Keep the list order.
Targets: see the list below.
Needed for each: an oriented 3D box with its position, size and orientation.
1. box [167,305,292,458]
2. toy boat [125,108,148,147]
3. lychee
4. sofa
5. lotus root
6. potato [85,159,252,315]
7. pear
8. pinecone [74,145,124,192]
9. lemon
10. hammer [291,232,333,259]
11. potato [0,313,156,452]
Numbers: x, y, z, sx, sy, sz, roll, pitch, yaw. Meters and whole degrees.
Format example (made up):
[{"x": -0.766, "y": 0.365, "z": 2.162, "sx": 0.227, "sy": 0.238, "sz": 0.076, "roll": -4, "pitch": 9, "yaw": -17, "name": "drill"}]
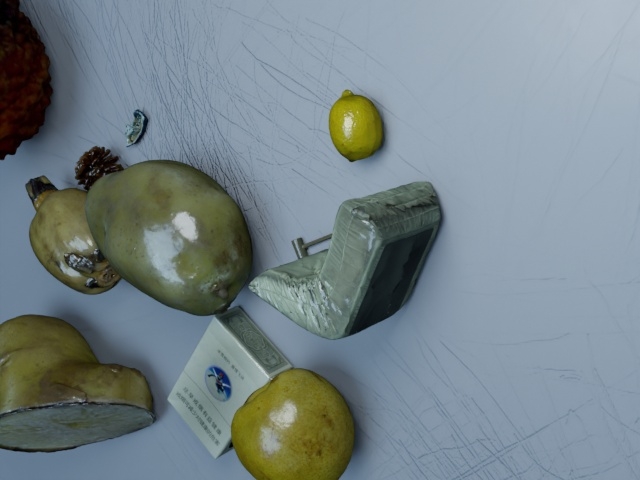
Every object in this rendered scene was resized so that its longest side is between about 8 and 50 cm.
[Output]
[{"x": -0.179, "y": 0.272, "z": 1.423, "sx": 0.164, "sy": 0.069, "sz": 0.256, "roll": 45, "pitch": 124, "yaw": 19, "name": "box"}, {"x": -0.366, "y": -0.218, "z": 1.466, "sx": 0.038, "sy": 0.038, "sz": 0.083, "roll": 40, "pitch": 121, "yaw": 22, "name": "toy boat"}, {"x": -0.749, "y": -0.348, "z": 1.500, "sx": 0.425, "sy": 0.500, "sz": 0.424, "roll": 23, "pitch": 146, "yaw": 16, "name": "lychee"}, {"x": 0.043, "y": 0.009, "z": 1.112, "sx": 0.176, "sy": 0.210, "sz": 0.225, "roll": 34, "pitch": 122, "yaw": 28, "name": "sofa"}, {"x": -0.513, "y": -0.021, "z": 1.541, "sx": 0.310, "sy": 0.183, "sz": 0.182, "roll": 41, "pitch": 122, "yaw": 24, "name": "lotus root"}, {"x": -0.260, "y": -0.015, "z": 1.319, "sx": 0.326, "sy": 0.221, "sz": 0.243, "roll": 24, "pitch": 104, "yaw": 31, "name": "potato"}, {"x": -0.040, "y": 0.326, "z": 1.255, "sx": 0.209, "sy": 0.209, "sz": 0.208, "roll": 10, "pitch": 107, "yaw": 35, "name": "pear"}, {"x": -0.440, "y": -0.134, "z": 1.513, "sx": 0.109, "sy": 0.102, "sz": 0.102, "roll": 43, "pitch": 128, "yaw": -13, "name": "pinecone"}, {"x": 0.052, "y": -0.176, "z": 1.135, "sx": 0.082, "sy": 0.082, "sz": 0.110, "roll": -5, "pitch": 97, "yaw": 37, "name": "lemon"}, {"x": 0.000, "y": 0.000, "z": 1.260, "sx": 0.110, "sy": 0.019, "sz": 0.035, "roll": -21, "pitch": 88, "yaw": 33, "name": "hammer"}, {"x": -0.572, "y": 0.279, "z": 1.627, "sx": 0.397, "sy": 0.290, "sz": 0.296, "roll": -22, "pitch": 58, "yaw": 19, "name": "potato"}]
